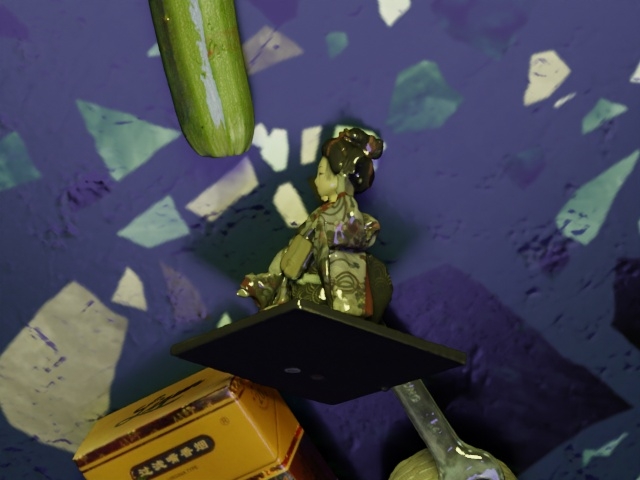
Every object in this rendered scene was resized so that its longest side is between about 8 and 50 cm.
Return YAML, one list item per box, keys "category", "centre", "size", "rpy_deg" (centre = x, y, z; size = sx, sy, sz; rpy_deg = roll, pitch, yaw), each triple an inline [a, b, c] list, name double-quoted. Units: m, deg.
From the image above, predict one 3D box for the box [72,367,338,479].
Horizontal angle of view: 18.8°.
- category: "box"
  centre: [-0.060, 0.216, 1.493]
  size: [0.152, 0.070, 0.237]
  rpy_deg: [-26, 109, 24]

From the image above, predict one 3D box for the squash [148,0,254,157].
- category: "squash"
  centre: [-0.091, -0.169, 1.393]
  size: [0.066, 0.066, 0.229]
  rpy_deg: [-10, 107, 1]

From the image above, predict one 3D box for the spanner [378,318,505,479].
- category: "spanner"
  centre: [0.056, 0.094, 1.458]
  size: [0.054, 0.015, 0.254]
  rpy_deg: [-33, 83, 5]

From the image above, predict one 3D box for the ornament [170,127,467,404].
- category: "ornament"
  centre: [0.000, 0.000, 1.398]
  size: [0.153, 0.196, 0.166]
  rpy_deg: [22, 151, -34]

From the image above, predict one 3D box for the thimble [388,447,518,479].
- category: "thimble"
  centre: [0.108, 0.219, 1.505]
  size: [0.115, 0.090, 0.102]
  rpy_deg: [-6, 105, -2]
